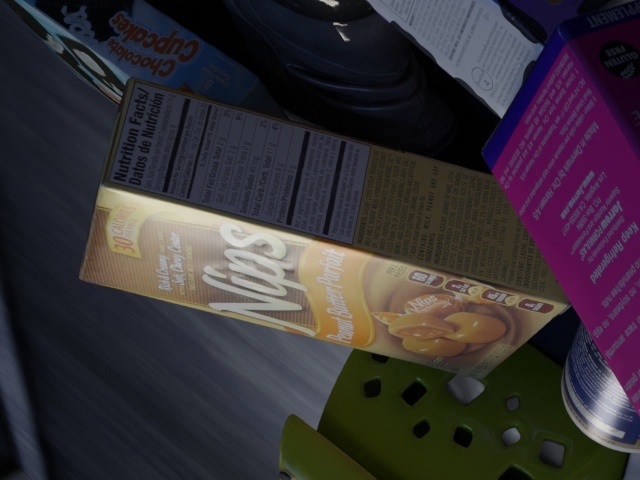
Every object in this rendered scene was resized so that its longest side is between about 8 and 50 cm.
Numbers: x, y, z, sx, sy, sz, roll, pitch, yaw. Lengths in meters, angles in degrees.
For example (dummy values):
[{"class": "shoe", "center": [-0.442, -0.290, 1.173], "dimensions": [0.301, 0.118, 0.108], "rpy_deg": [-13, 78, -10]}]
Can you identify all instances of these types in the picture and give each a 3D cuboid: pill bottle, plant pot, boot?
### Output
[{"class": "pill bottle", "center": [0.214, 0.062, 0.963], "dimensions": [0.094, 0.094, 0.169], "rpy_deg": [39, 155, 19]}, {"class": "plant pot", "center": [0.096, 0.201, 1.240], "dimensions": [0.227, 0.207, 0.228], "rpy_deg": [37, 153, 24]}, {"class": "boot", "center": [-0.058, -0.186, 1.028], "dimensions": [0.338, 0.118, 0.223], "rpy_deg": [43, 167, 29]}]

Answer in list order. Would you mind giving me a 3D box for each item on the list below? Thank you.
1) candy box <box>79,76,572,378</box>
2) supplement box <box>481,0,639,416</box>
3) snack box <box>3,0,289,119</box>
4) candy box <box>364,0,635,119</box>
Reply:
[{"class": "candy box", "center": [0.000, 0.000, 1.049], "dimensions": [0.316, 0.087, 0.183], "rpy_deg": [14, 156, -8]}, {"class": "supplement box", "center": [0.180, 0.008, 0.638], "dimensions": [0.220, 0.111, 0.114], "rpy_deg": [62, 156, 19]}, {"class": "snack box", "center": [-0.130, -0.130, 1.197], "dimensions": [0.322, 0.060, 0.187], "rpy_deg": [36, 173, 34]}, {"class": "candy box", "center": [0.079, -0.179, 0.728], "dimensions": [0.196, 0.165, 0.070], "rpy_deg": [42, 154, 13]}]
